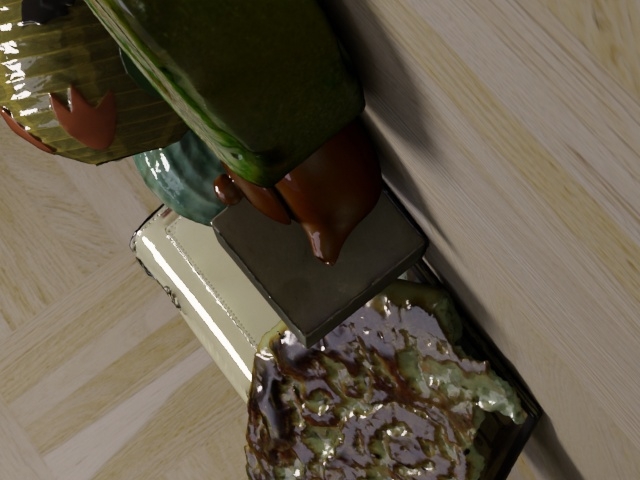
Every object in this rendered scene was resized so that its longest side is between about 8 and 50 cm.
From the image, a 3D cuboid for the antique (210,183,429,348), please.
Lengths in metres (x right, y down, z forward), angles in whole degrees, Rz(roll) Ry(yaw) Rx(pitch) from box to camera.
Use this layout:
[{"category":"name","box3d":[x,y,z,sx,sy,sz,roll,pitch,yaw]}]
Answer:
[{"category":"antique","box3d":[0.000,0.000,1.733,0.147,0.152,0.148,51,173,9]}]

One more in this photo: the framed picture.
[{"category":"framed picture","box3d":[0.098,0.093,1.928,0.347,0.016,0.265,53,162,17]}]

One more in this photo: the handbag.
[{"category":"handbag","box3d":[-0.034,0.075,2.184,0.358,0.236,0.160,52,174,25]}]

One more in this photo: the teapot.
[{"category":"teapot","box3d":[-0.046,-0.094,1.579,0.252,0.135,0.178,52,172,-2]}]

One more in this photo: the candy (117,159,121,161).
[{"category":"candy","box3d":[-0.249,-0.230,2.307,0.145,0.208,0.359,47,174,6]}]

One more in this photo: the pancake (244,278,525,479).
[{"category":"pancake","box3d":[0.057,0.186,1.906,0.305,0.067,0.427,33,133,20]}]

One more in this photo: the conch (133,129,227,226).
[{"category":"conch","box3d":[-0.098,-0.101,1.968,0.220,0.195,0.277,21,161,-18]}]

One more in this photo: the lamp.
[{"category":"lamp","box3d":[-0.213,-0.218,1.800,0.250,0.250,0.284,-148,46,-80]}]

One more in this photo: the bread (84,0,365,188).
[{"category":"bread","box3d":[-0.117,-0.211,1.364,0.366,0.129,0.382,50,177,-18]}]
